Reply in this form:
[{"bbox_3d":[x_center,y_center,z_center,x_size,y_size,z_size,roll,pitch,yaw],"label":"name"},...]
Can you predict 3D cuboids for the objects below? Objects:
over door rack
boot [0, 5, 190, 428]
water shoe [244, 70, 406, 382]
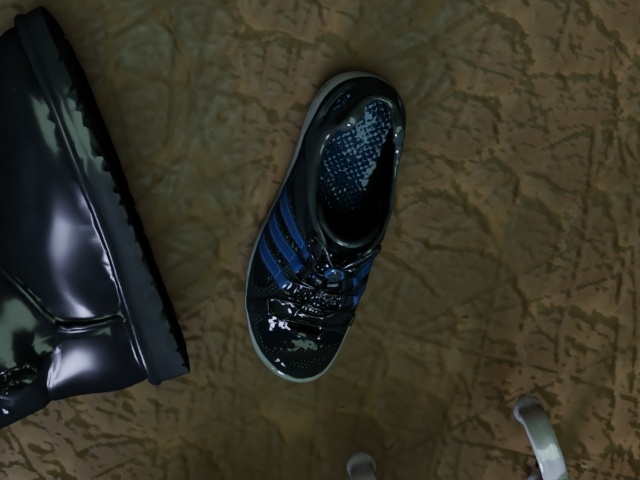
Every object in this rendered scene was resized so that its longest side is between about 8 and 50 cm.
[{"bbox_3d":[0.067,0.255,0.941,0.240,0.108,0.324,-20,124,1],"label":"over door rack"},{"bbox_3d":[-0.207,0.010,0.820,0.207,0.094,0.246,-18,116,-3],"label":"boot"},{"bbox_3d":[0.000,0.000,0.846,0.073,0.080,0.203,10,108,-9],"label":"water shoe"}]
